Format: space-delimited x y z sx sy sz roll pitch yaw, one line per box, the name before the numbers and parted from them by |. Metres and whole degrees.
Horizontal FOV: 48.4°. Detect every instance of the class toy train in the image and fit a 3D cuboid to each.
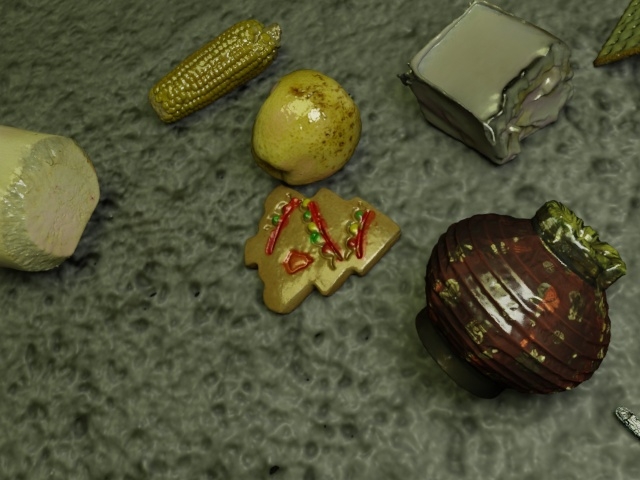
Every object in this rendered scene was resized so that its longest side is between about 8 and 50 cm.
toy train | 0.378 0.227 0.825 0.017 0.017 0.083 -39 60 -6

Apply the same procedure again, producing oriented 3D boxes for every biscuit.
biscuit | 0.000 0.000 1.051 0.239 0.041 0.212 -9 60 15
biscuit | 0.487 -0.340 1.026 0.203 0.016 0.144 -54 18 -10

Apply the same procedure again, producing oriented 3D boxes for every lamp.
lamp | 0.234 0.066 0.832 0.247 0.247 0.246 -8 62 15

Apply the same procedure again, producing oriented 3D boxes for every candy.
candy | 0.240 -0.225 1.030 0.185 0.137 0.195 -45 58 -7

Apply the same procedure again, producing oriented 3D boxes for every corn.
corn | -0.179 -0.295 1.229 0.262 0.097 0.097 -33 59 4

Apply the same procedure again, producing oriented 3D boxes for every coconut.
coconut | -0.505 -0.072 1.142 0.244 0.239 0.239 8 67 20

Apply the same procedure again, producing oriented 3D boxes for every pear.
pear | -0.028 -0.167 1.073 0.178 0.178 0.178 -8 62 15
